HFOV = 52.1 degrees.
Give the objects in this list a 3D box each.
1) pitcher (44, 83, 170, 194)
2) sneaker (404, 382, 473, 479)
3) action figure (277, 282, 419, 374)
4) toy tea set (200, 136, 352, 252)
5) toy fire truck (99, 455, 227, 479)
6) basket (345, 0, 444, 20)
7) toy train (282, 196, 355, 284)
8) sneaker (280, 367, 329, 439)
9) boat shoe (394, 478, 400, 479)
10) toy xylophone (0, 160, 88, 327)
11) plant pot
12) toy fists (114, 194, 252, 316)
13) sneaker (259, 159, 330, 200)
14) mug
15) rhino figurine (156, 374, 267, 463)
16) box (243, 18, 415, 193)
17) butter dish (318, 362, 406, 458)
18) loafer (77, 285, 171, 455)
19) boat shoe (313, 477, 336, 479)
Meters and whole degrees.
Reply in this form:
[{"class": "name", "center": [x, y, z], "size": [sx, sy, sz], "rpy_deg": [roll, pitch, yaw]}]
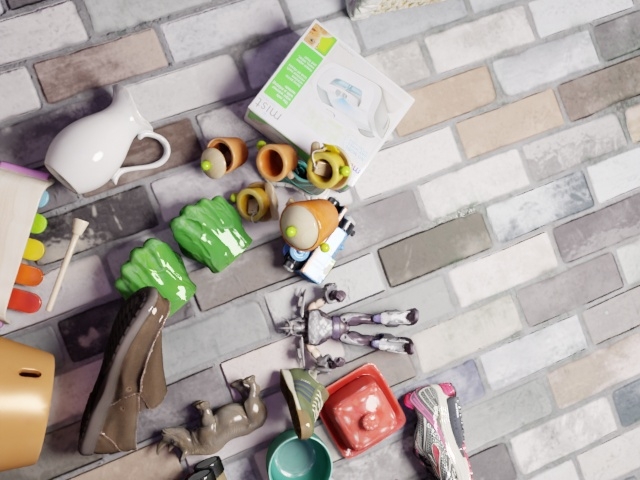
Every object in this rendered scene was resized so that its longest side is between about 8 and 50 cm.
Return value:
[{"class": "pitcher", "center": [-0.412, -0.173, 1.282], "size": [0.178, 0.125, 0.207], "rpy_deg": [48, 70, -21]}, {"class": "sneaker", "center": [0.250, 0.455, 1.372], "size": [0.111, 0.121, 0.299], "rpy_deg": [-9, 73, 2]}, {"class": "action figure", "center": [0.053, 0.180, 1.357], "size": [0.284, 0.099, 0.186], "rpy_deg": [2, 93, -6]}, {"class": "toy tea set", "center": [-0.103, -0.099, 1.262], "size": [0.335, 0.124, 0.200], "rpy_deg": [14, 114, 30]}, {"class": "toy fire truck", "center": [-0.306, 0.511, 1.237], "size": [0.246, 0.217, 0.159], "rpy_deg": [-21, 92, 5]}, {"class": "basket", "center": [0.187, -0.654, 1.290], "size": [0.266, 0.331, 0.329], "rpy_deg": [-11, 91, -15]}, {"class": "toy train", "center": [0.000, 0.000, 1.363], "size": [0.105, 0.080, 0.184], "rpy_deg": [37, 79, -15]}, {"class": "sneaker", "center": [-0.022, 0.313, 1.299], "size": [0.086, 0.192, 0.064], "rpy_deg": [-4, 115, -15]}, {"class": "boat shoe", "center": [0.231, 0.551, 1.398], "size": [0.190, 0.068, 0.072], "rpy_deg": [38, 70, -16]}, {"class": "toy xylophone", "center": [-0.589, 0.018, 1.257], "size": [0.236, 0.081, 0.323], "rpy_deg": [24, 85, -8]}, {"class": "plant pot", "center": [-0.598, 0.291, 1.166], "size": [0.203, 0.291, 0.291], "rpy_deg": [10, 87, -26]}, {"class": "toy fists", "center": [-0.277, 0.026, 1.304], "size": [0.279, 0.096, 0.142], "rpy_deg": [-41, 111, -8]}, {"class": "sneaker", "center": [-0.055, -0.142, 1.335], "size": [0.166, 0.076, 0.065], "rpy_deg": [23, 63, 15]}, {"class": "mug", "center": [-0.038, 0.439, 1.332], "size": [0.129, 0.097, 0.158], "rpy_deg": [43, 82, -6]}, {"class": "rhino figurine", "center": [-0.219, 0.371, 1.316], "size": [0.243, 0.073, 0.106], "rpy_deg": [-27, 90, -8]}, {"class": "box", "center": [0.013, -0.267, 1.347], "size": [0.262, 0.127, 0.231], "rpy_deg": [38, 81, -8]}, {"class": "butter dish", "center": [0.090, 0.359, 1.345], "size": [0.159, 0.118, 0.160], "rpy_deg": [-29, 94, -8]}, {"class": "loafer", "center": [-0.352, 0.252, 1.252], "size": [0.130, 0.134, 0.366], "rpy_deg": [18, 110, -22]}, {"class": "boat shoe", "center": [0.045, 0.615, 1.348], "size": [0.095, 0.084, 0.258], "rpy_deg": [-22, 92, -9]}]
